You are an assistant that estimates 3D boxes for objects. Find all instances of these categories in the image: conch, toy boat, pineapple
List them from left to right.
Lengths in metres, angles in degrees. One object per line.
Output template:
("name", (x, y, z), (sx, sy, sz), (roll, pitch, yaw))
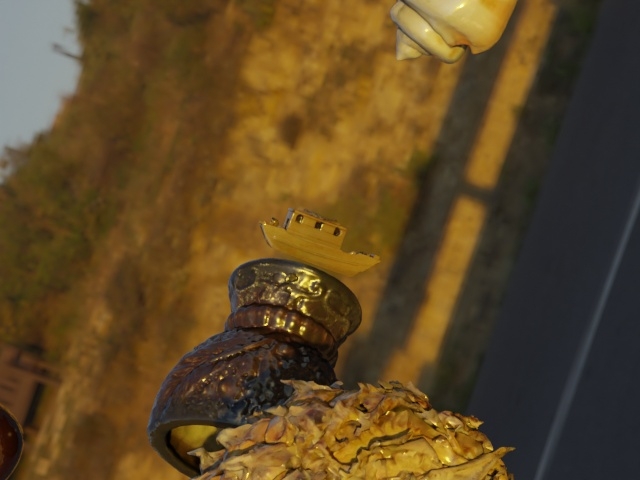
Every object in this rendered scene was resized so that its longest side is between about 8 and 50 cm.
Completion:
("toy boat", (0.000, 0.000, 2.385), (0.057, 0.200, 0.077), (-161, 92, -77))
("pineapple", (0.027, 0.294, 1.336), (0.300, 0.352, 0.352), (-45, 21, 47))
("conch", (0.159, -0.319, 1.790), (0.255, 0.127, 0.158), (-64, 29, 16))

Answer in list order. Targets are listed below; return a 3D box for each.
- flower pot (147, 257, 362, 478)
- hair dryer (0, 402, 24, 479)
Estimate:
("flower pot", (-0.067, 0.183, 2.028), (0.266, 0.266, 0.267), (112, 177, -60))
("hair dryer", (-0.392, 0.336, 1.592), (0.312, 0.123, 0.340), (-18, -84, -72))
